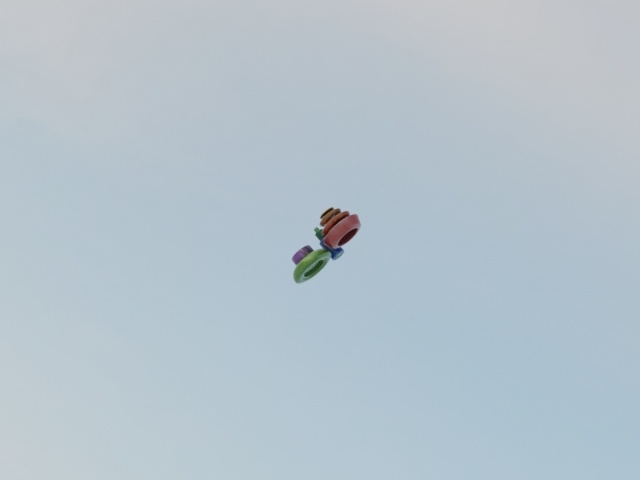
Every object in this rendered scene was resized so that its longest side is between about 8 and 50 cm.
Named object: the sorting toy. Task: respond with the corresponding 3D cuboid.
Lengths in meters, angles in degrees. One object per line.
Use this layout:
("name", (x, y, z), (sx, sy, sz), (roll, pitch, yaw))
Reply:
("sorting toy", (0.000, 0.000, 1.824), (0.042, 0.102, 0.061), (49, 10, 17))
